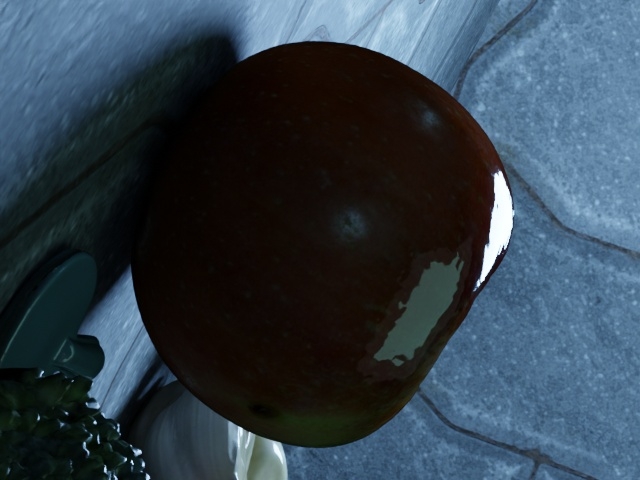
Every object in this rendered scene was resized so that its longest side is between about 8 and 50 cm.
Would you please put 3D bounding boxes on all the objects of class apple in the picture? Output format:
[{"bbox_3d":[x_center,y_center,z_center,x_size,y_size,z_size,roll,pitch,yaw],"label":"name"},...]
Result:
[{"bbox_3d":[0.000,0.000,1.543,0.348,0.277,0.348,-57,176,-7],"label":"apple"}]

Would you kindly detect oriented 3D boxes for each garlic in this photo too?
[{"bbox_3d":[-0.142,0.242,2.103,0.281,0.185,0.203,54,33,-63],"label":"garlic"}]

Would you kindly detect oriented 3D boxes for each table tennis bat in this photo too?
[{"bbox_3d":[-0.204,0.078,1.372,0.149,0.038,0.237,-61,170,-4],"label":"table tennis bat"}]

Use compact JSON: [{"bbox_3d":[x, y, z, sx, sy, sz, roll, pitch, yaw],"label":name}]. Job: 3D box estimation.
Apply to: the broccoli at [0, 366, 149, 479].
[{"bbox_3d":[-0.207,0.233,1.024,0.338,0.277,0.317,-51,-167,-6],"label":"broccoli"}]
